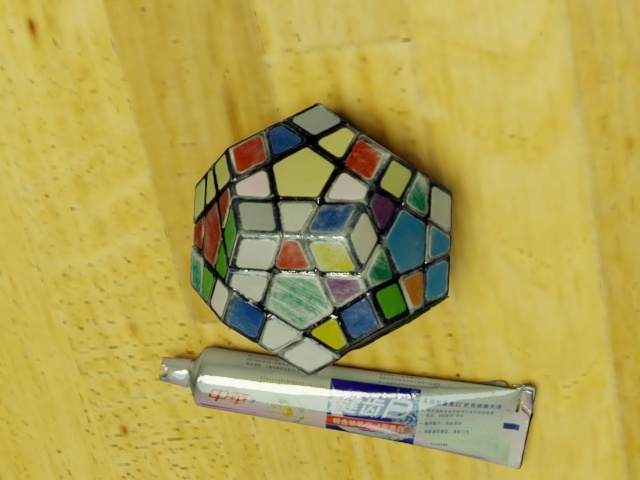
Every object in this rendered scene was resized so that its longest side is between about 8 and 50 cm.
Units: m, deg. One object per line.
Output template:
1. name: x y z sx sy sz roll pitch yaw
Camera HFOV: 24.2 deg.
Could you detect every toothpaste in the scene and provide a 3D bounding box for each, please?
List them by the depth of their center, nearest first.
1. toothpaste: 0.011 0.071 0.676 0.170 0.028 0.045 9 114 5

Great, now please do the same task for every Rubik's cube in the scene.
1. Rubik's cube: 0.000 0.000 0.600 0.111 0.111 0.093 34 93 -8
